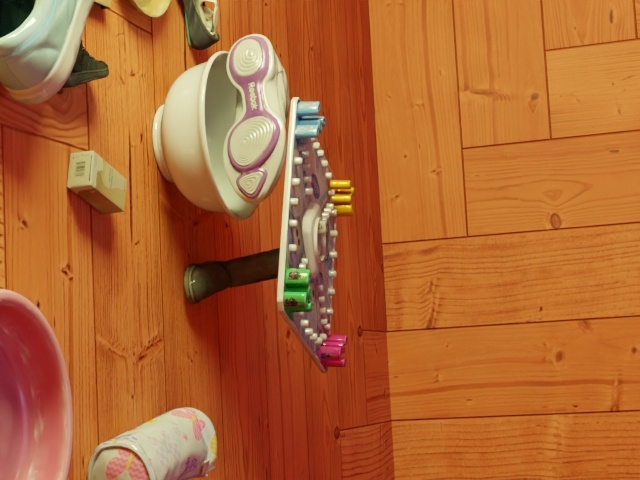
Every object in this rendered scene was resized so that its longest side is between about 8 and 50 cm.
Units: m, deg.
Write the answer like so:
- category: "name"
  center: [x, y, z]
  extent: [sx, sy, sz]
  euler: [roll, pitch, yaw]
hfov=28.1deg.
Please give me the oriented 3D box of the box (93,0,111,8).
- category: "box"
  center: [-0.377, -0.474, 1.999]
  extent: [0.164, 0.021, 0.201]
  euler: [3, 82, -72]

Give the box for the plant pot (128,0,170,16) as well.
- category: "plant pot"
  center: [-0.313, -0.499, 2.194]
  extent: [0.236, 0.032, 0.236]
  euler: [-5, 90, -72]

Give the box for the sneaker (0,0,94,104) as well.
- category: "sneaker"
  center: [-0.386, -0.379, 1.761]
  extent: [0.150, 0.135, 0.366]
  euler: [58, 31, -61]

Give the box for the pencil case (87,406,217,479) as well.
- category: "pencil case"
  center: [-0.258, 0.344, 2.003]
  extent: [0.124, 0.113, 0.273]
  euler: [64, 18, 5]

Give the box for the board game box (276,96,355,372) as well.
- category: "board game box"
  center: [0.000, 0.000, 2.302]
  extent: [0.390, 0.050, 0.390]
  euler: [63, 28, -65]

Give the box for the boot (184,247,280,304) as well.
- category: "boot"
  center: [-0.128, 0.058, 2.333]
  extent: [0.189, 0.208, 0.076]
  euler: [-48, 131, -68]

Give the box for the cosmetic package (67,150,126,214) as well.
- category: "cosmetic package"
  center: [-0.343, -0.088, 1.971]
  extent: [0.115, 0.041, 0.060]
  euler: [45, 43, -64]

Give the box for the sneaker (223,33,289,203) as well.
- category: "sneaker"
  center: [-0.093, -0.201, 2.228]
  extent: [0.152, 0.114, 0.305]
  euler: [45, 43, -62]

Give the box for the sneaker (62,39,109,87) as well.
- category: "sneaker"
  center: [-0.370, -0.280, 1.920]
  extent: [0.170, 0.051, 0.089]
  euler: [-41, 129, -65]

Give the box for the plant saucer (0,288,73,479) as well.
- category: "plant saucer"
  center: [-0.418, 0.228, 1.580]
  extent: [0.332, 0.084, 0.332]
  euler: [-5, 90, -73]

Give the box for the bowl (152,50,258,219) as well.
- category: "bowl"
  center: [-0.208, -0.179, 2.270]
  extent: [0.298, 0.134, 0.298]
  euler: [-5, 90, -72]

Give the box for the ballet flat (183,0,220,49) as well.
- category: "ballet flat"
  center: [-0.229, -0.455, 2.386]
  extent: [0.074, 0.074, 0.203]
  euler: [-62, 143, -60]
